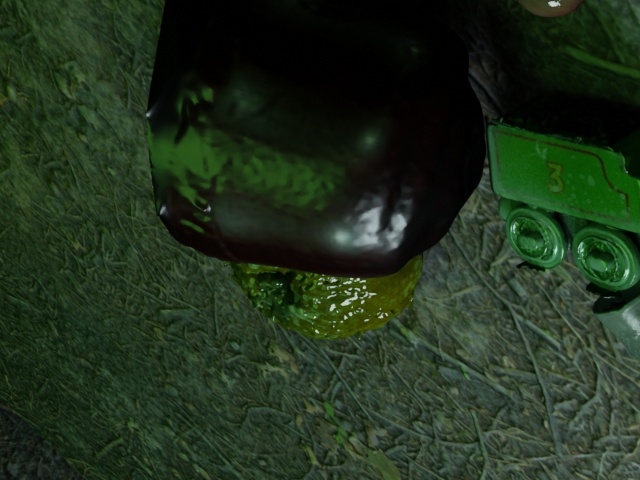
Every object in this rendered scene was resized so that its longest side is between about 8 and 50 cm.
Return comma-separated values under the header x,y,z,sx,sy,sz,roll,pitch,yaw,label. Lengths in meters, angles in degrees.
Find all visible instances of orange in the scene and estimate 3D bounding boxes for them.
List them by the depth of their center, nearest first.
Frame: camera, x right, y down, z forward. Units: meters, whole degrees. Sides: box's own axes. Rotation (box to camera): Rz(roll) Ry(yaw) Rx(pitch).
x,y,z,sx,sy,sz,roll,pitch,yaw,label
0.000,0.000,2.081,0.300,0.223,0.301,44,148,2,orange

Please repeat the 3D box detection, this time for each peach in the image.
x,y,z,sx,sy,sz,roll,pitch,yaw,label
0.239,-0.270,1.627,0.083,0.083,0.083,33,144,28,peach

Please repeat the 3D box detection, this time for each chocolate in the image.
x,y,z,sx,sy,sz,roll,pitch,yaw,label
0.018,-0.138,1.773,0.331,0.383,0.383,7,132,18,chocolate

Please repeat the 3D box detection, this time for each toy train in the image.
x,y,z,sx,sy,sz,roll,pitch,yaw,label
0.298,-0.055,1.732,0.243,0.132,0.188,19,128,41,toy train

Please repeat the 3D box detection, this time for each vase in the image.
x,y,z,sx,sy,sz,roll,pitch,yaw,label
0.414,0.141,1.819,0.219,0.096,0.096,54,149,-10,vase
